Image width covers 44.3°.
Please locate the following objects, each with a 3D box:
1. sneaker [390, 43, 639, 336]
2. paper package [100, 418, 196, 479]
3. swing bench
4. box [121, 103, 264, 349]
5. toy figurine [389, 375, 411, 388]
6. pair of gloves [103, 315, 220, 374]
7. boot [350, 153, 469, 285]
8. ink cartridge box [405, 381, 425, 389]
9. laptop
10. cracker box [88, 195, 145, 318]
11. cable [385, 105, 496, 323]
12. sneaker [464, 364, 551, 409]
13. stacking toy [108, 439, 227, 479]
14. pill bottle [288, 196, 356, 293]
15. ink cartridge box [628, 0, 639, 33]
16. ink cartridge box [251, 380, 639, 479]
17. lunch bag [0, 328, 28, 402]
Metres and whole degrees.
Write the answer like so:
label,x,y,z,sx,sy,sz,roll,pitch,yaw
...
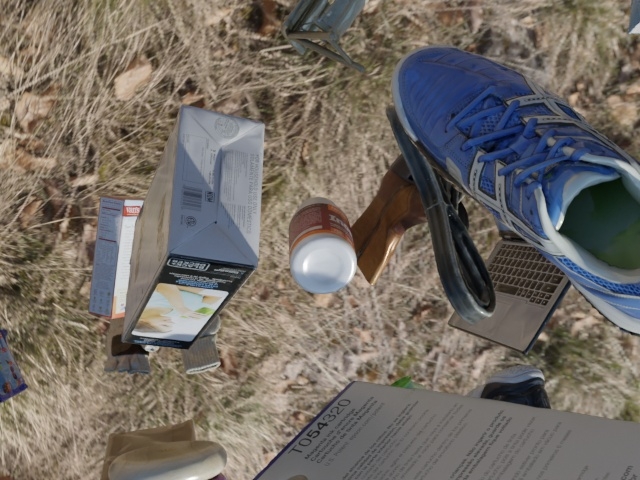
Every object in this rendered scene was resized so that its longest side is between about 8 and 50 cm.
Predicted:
label,x,y,z,sx,sy,sz,roll,pitch,yaw
sneaker,0.119,-0.041,0.409,0.211,0.081,0.080,43,92,21
paper package,-0.285,0.528,1.417,0.168,0.309,0.325,-7,96,-11
swing bench,0.049,-0.584,1.946,0.253,0.255,0.165,-57,138,-4
box,-0.148,0.000,0.869,0.087,0.290,0.169,10,63,-19
toy figurine,0.109,0.293,1.075,0.130,0.173,0.159,-38,82,23
pair of gloves,-0.329,0.193,1.641,0.240,0.204,0.042,-4,132,-6
boot,0.170,-0.014,1.707,0.096,0.264,0.280,6,127,-46
ink cartridge box,0.164,0.377,1.716,0.171,0.235,0.056,-31,69,11
laptop,0.386,-0.009,1.737,0.236,0.382,0.408,35,84,-13
cracker box,-0.374,0.029,1.558,0.156,0.067,0.232,-1,101,-64
cable,0.136,-0.056,0.823,0.139,0.072,0.287,41,30,-35
sneaker,0.262,0.321,1.218,0.101,0.268,0.153,16,39,-36
stacking toy,-0.164,0.414,0.930,0.141,0.141,0.330,-5,85,-24
pill bottle,0.000,0.000,1.044,0.086,0.152,0.086,-1,117,-3
ink cartridge box,0.266,-0.217,0.522,0.092,0.090,0.143,4,93,10
ink cartridge box,0.048,0.226,0.496,0.324,0.330,0.071,-39,112,-34
lunch bag,-0.644,0.208,1.380,0.138,0.293,0.221,-28,92,12
